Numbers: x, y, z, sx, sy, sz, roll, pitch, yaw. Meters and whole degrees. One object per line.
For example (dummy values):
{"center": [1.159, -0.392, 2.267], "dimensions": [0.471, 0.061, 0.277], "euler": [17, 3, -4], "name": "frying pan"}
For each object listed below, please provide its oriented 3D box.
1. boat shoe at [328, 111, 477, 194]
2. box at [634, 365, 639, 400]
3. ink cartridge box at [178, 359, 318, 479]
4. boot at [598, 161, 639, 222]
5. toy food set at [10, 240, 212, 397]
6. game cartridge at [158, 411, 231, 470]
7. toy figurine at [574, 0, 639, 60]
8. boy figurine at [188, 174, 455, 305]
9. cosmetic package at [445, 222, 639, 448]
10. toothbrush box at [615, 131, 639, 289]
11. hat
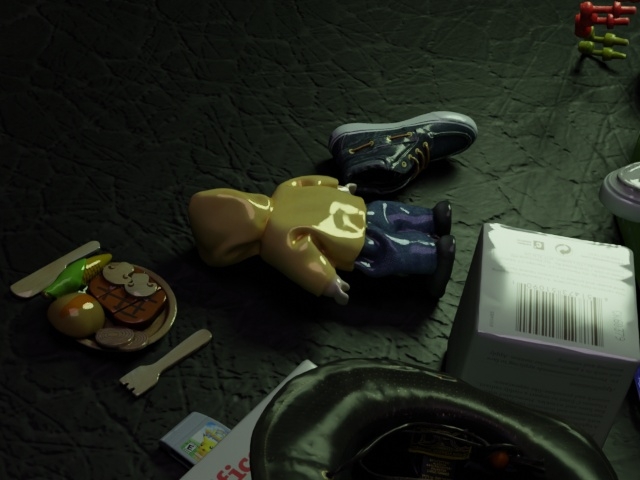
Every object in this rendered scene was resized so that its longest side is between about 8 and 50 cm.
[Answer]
{"center": [0.105, -0.098, 1.521], "dimensions": [0.183, 0.065, 0.083], "euler": [-8, 47, -10], "name": "boat shoe"}
{"center": [0.390, 0.161, 1.331], "dimensions": [0.136, 0.028, 0.081], "euler": [4, 43, -5], "name": "box"}
{"center": [0.036, 0.273, 1.062], "dimensions": [0.307, 0.129, 0.223], "euler": [32, 47, 21], "name": "ink cartridge box"}
{"center": [0.417, -0.095, 1.343], "dimensions": [0.258, 0.123, 0.095], "euler": [-9, 41, -21], "name": "boot"}
{"center": [-0.209, 0.063, 1.297], "dimensions": [0.192, 0.038, 0.132], "euler": [35, 48, 23], "name": "toy food set"}
{"center": [-0.103, 0.196, 1.199], "dimensions": [0.083, 0.017, 0.056], "euler": [32, 43, 21], "name": "game cartridge"}
{"center": [0.409, -0.176, 1.600], "dimensions": [0.191, 0.362, 0.217], "euler": [3, 83, 8], "name": "toy figurine"}
{"center": [0.000, 0.000, 1.371], "dimensions": [0.285, 0.092, 0.177], "euler": [4, 44, -7], "name": "boy figurine"}
{"center": [0.206, 0.108, 1.232], "dimensions": [0.151, 0.184, 0.151], "euler": [11, 44, 0], "name": "cosmetic package"}
{"center": [0.462, 0.011, 1.417], "dimensions": [0.206, 0.122, 0.283], "euler": [6, 39, -5], "name": "toothbrush box"}
{"center": [0.083, 0.226, 0.929], "dimensions": [0.331, 0.134, 0.331], "euler": [14, 25, -7], "name": "hat"}
